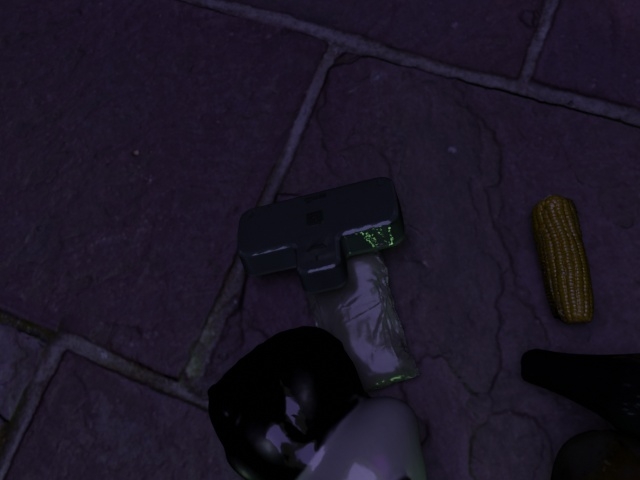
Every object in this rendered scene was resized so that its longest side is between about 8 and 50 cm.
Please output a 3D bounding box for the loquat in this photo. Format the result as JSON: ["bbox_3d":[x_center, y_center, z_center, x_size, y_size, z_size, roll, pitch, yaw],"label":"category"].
[{"bbox_3d":[0.396,0.358,1.074,0.179,0.179,0.227,-26,57,3],"label":"loquat"}]

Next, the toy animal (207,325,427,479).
[{"bbox_3d":[0.005,0.298,1.140,0.251,0.251,0.310,-42,63,-3],"label":"toy animal"}]

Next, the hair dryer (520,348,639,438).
[{"bbox_3d":[0.490,0.147,1.149,0.359,0.303,0.120,-28,107,-26],"label":"hair dryer"}]

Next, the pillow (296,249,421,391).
[{"bbox_3d":[0.057,0.125,1.282,0.148,0.050,0.230,-19,71,13],"label":"pillow"}]

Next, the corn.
[{"bbox_3d":[0.366,0.028,1.235,0.071,0.072,0.203,-10,73,9],"label":"corn"}]

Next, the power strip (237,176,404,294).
[{"bbox_3d":[0.000,0.001,1.281,0.264,0.059,0.194,-13,40,8],"label":"power strip"}]
